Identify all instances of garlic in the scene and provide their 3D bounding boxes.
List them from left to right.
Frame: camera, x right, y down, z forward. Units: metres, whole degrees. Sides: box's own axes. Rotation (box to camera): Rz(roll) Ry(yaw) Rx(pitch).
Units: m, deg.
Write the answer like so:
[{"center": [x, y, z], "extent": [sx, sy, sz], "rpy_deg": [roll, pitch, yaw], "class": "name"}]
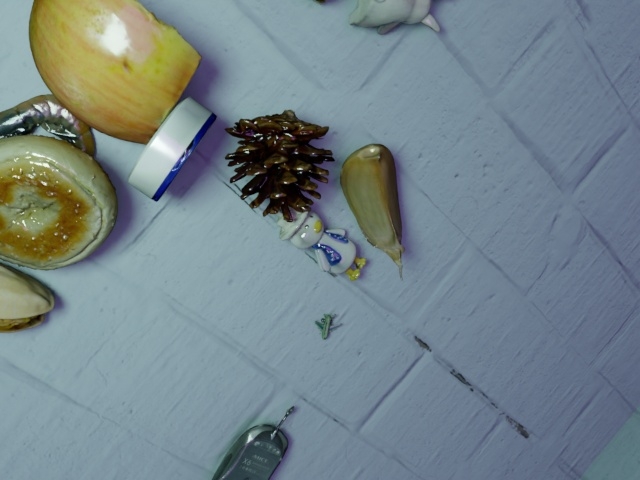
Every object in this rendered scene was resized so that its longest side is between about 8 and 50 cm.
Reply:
[{"center": [0.144, -0.082, 1.145], "extent": [0.151, 0.196, 0.338], "rpy_deg": [-13, 109, 2], "class": "garlic"}]

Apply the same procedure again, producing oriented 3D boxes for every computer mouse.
[{"center": [-0.194, 0.626, 1.263], "extent": [0.167, 0.090, 0.379], "rpy_deg": [40, 83, -27], "class": "computer mouse"}]

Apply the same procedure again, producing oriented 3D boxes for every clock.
[{"center": [-0.319, -0.196, 0.951], "extent": [0.083, 0.230, 0.230], "rpy_deg": [33, 92, -20], "class": "clock"}]

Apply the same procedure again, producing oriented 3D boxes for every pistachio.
[{"center": [-0.711, 0.120, 0.960], "extent": [0.229, 0.157, 0.157], "rpy_deg": [30, 93, -27], "class": "pistachio"}]

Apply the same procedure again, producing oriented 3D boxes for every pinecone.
[{"center": [-0.091, -0.170, 1.012], "extent": [0.264, 0.264, 0.264], "rpy_deg": [-4, 104, -16], "class": "pinecone"}]

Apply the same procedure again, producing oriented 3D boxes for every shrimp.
[{"center": [-0.626, -0.192, 0.955], "extent": [0.262, 0.051, 0.198], "rpy_deg": [-26, 109, -13], "class": "shrimp"}]

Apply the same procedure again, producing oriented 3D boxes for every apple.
[{"center": [-0.425, -0.380, 0.896], "extent": [0.309, 0.252, 0.314], "rpy_deg": [29, 131, -27], "class": "apple"}]

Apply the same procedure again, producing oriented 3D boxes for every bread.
[{"center": [-0.580, -0.083, 0.917], "extent": [0.305, 0.159, 0.305], "rpy_deg": [-7, 128, -9], "class": "bread"}]

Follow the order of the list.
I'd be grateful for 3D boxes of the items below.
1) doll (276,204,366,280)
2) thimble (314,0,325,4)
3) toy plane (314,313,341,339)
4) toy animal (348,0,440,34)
[{"center": [0.000, 0.000, 1.157], "extent": [0.293, 0.119, 0.138], "rpy_deg": [37, 64, -21], "class": "doll"}, {"center": [-0.008, -0.634, 0.999], "extent": [0.118, 0.127, 0.151], "rpy_deg": [20, 95, -19], "class": "thimble"}, {"center": [0.017, 0.246, 1.265], "extent": [0.080, 0.033, 0.083], "rpy_deg": [9, 107, -19], "class": "toy plane"}, {"center": [0.196, -0.583, 1.083], "extent": [0.282, 0.138, 0.140], "rpy_deg": [-15, 117, -37], "class": "toy animal"}]
